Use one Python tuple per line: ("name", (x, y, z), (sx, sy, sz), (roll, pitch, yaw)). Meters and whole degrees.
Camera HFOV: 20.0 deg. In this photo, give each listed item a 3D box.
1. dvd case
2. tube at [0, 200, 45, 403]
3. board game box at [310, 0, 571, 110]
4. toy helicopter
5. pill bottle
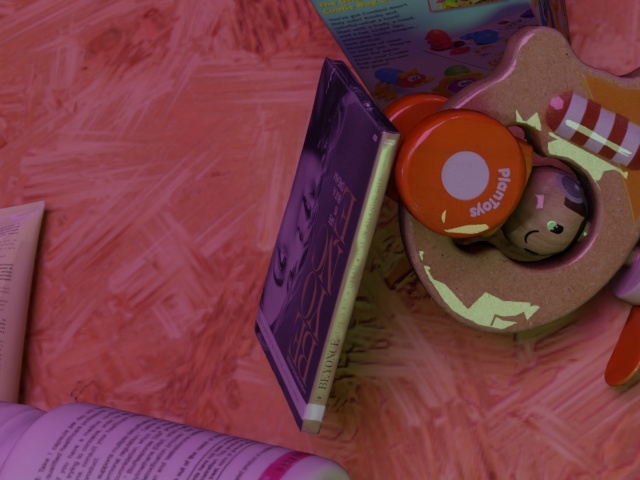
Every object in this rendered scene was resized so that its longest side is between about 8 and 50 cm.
("dvd case", (0.000, 0.000, 1.269), (0.164, 0.018, 0.221), (-121, 42, -63))
("tube", (-0.265, 0.077, 1.433), (0.070, 0.062, 0.240), (11, 57, -22))
("board game box", (0.081, -0.201, 1.299), (0.144, 0.275, 0.142), (-11, 63, 16))
("toy helicopter", (0.220, -0.063, 1.246), (0.355, 0.140, 0.235), (-36, 103, -2))
("pill bottle", (-0.129, 0.201, 1.260), (0.283, 0.160, 0.160), (10, 71, 24))
